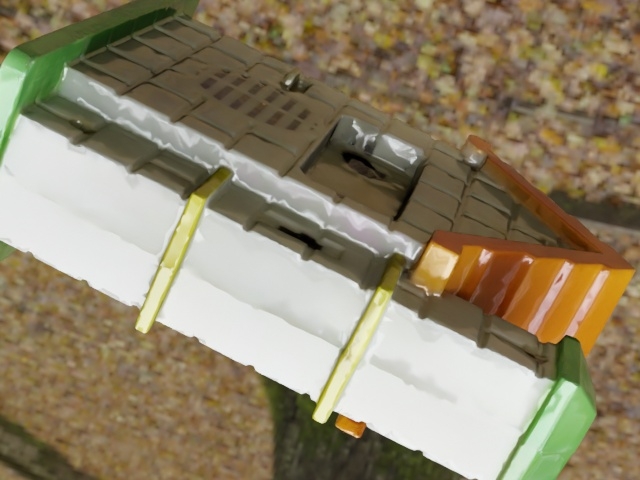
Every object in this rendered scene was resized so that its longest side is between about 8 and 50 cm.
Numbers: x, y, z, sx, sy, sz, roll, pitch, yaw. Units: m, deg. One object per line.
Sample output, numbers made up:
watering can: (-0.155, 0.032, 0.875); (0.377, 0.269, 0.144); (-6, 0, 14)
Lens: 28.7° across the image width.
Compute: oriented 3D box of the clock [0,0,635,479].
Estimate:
clock: (0.000, 0.000, 0.551); (0.255, 0.106, 0.220); (27, -159, 3)
